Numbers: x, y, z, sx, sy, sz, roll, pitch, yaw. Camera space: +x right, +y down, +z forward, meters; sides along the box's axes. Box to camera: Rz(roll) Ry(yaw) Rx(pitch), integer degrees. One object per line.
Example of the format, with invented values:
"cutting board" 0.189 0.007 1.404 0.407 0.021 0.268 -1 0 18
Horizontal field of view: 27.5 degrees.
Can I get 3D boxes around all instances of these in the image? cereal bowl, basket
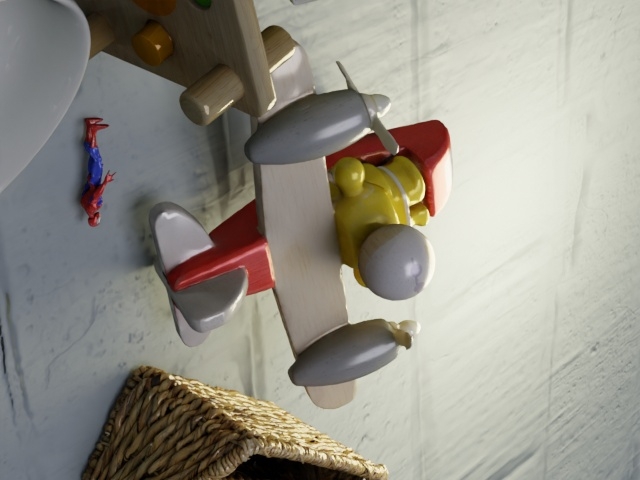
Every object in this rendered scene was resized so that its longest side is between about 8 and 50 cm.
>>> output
"cereal bowl" -0.357 -0.119 1.068 0.339 0.141 0.339 -43 170 -9
"basket" -0.107 0.306 1.576 0.299 0.223 0.214 26 89 -53

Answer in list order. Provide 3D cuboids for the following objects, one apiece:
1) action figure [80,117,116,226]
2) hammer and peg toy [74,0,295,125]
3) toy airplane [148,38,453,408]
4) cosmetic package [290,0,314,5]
"action figure" -0.235 -0.069 1.371 0.030 0.038 0.115 -3 112 -30
"hammer and peg toy" -0.170 -0.291 1.148 0.127 0.266 0.361 -42 139 -28
"toy airplane" 0.000 0.000 1.491 0.386 0.272 0.384 22 93 -52
"cosmetic package" -0.008 -0.356 1.244 0.153 0.296 0.129 -19 128 -8
